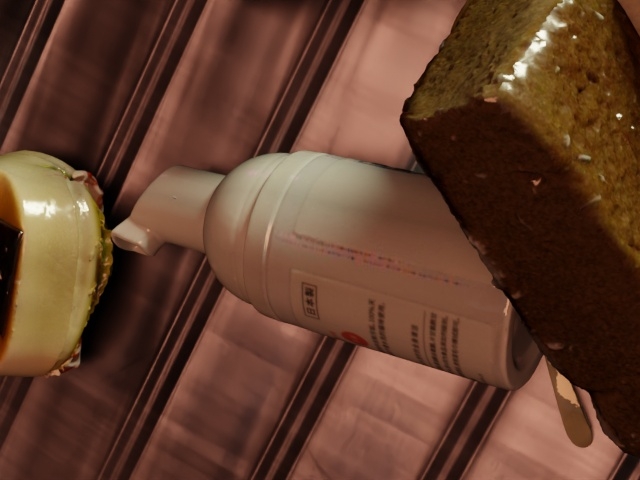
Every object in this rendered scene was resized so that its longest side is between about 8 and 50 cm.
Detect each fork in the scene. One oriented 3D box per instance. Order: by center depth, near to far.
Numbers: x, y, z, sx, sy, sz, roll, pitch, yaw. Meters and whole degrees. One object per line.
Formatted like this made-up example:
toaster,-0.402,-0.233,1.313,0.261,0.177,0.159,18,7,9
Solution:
fork,0.183,0.066,0.833,0.034,0.028,0.219,-20,91,10

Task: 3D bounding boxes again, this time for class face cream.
face cream,0.000,0.000,0.816,0.370,0.145,0.145,15,97,25

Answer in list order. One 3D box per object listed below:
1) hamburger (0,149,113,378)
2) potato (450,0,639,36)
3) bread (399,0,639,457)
hamburger,-0.275,0.025,0.930,0.173,0.116,0.210,15,101,24
potato,0.255,-0.153,0.718,0.300,0.196,0.246,-15,119,46
bread,0.208,0.028,0.661,0.113,0.165,0.416,-17,118,43
